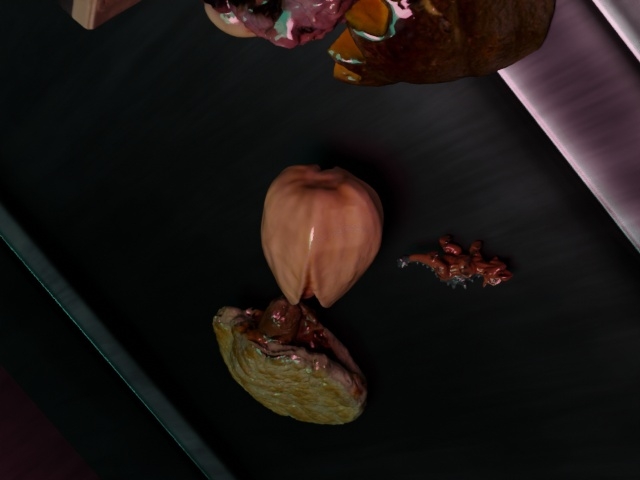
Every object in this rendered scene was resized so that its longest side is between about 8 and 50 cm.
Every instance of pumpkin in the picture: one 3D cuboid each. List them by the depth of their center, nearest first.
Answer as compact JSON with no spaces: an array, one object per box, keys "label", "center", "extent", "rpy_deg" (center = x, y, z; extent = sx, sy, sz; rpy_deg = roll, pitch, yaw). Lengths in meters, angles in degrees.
[{"label":"pumpkin","center":[0.114,-0.194,0.902],"extent":[0.149,0.130,0.254],"rpy_deg":[42,144,8]}]

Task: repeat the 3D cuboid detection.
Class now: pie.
[{"label":"pie","center":[-0.049,0.198,1.484],"extent":[0.257,0.105,0.274],"rpy_deg":[49,147,-19]}]

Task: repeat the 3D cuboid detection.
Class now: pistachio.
[{"label":"pistachio","center":[0.000,0.000,1.188],"extent":[0.157,0.157,0.229],"rpy_deg":[35,150,18]}]

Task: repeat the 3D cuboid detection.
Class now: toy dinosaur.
[{"label":"toy dinosaur","center":[0.157,0.028,1.144],"extent":[0.154,0.049,0.055],"rpy_deg":[6,132,37]}]

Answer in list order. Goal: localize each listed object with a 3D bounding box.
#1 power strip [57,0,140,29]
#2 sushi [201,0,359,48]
[{"label":"power strip","center":[-0.241,-0.366,1.128],"extent":[0.070,0.105,0.257],"rpy_deg":[40,145,8]},{"label":"sushi","center":[-0.058,-0.302,0.941],"extent":[0.270,0.171,0.237],"rpy_deg":[33,143,12]}]
